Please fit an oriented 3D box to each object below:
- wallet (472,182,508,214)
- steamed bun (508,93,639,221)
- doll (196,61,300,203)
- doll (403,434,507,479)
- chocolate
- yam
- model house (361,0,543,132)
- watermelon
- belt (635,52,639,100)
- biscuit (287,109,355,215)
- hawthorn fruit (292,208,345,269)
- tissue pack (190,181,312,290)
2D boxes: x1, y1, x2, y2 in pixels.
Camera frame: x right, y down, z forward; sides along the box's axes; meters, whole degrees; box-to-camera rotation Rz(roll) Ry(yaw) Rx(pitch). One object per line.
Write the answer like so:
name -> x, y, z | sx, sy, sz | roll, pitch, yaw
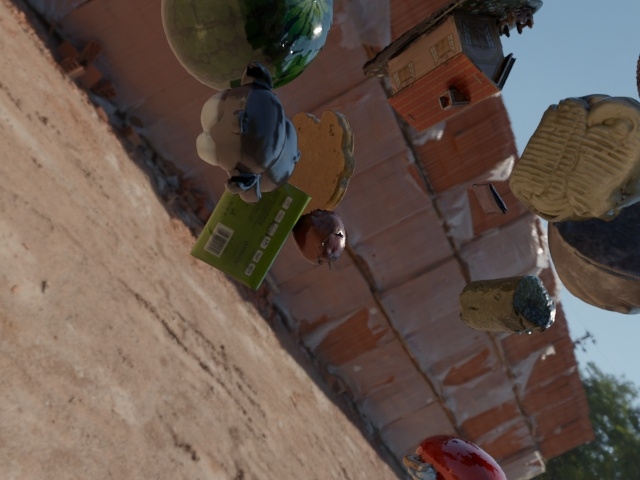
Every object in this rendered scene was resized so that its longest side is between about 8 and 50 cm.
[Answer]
wallet -> 0.534, -0.132, 1.763 | 0.111, 0.030, 0.166 | 56, 0, -5
steamed bun -> 0.447, -0.124, 0.906 | 0.144, 0.218, 0.211 | 6, 20, -35
doll -> -0.097, -0.147, 0.822 | 0.257, 0.117, 0.182 | 15, 82, -78
doll -> 0.193, 0.322, 0.743 | 0.183, 0.085, 0.217 | 23, -2, -17
chocolate -> 0.580, 0.024, 1.053 | 0.213, 0.303, 0.303 | 77, -8, -47
yam -> 0.624, 0.215, 1.851 | 0.195, 0.195, 0.300 | 63, -24, -5
model house -> 0.242, -0.295, 0.979 | 0.293, 0.206, 0.154 | -19, -98, 55
watermelon -> -0.147, -0.467, 1.127 | 0.363, 0.363, 0.363 | 63, 3, -6
belt -> 0.767, -0.334, 1.077 | 0.122, 0.260, 0.325 | 38, 50, -69
biscuit -> -0.011, -0.236, 1.681 | 0.057, 0.312, 0.352 | 8, 74, -41
hawthorn fruit -> 0.000, 0.000, 1.480 | 0.148, 0.148, 0.172 | -97, 176, -81
tissue pack -> -0.178, -0.047, 1.421 | 0.200, 0.275, 0.167 | 30, 3, -9
